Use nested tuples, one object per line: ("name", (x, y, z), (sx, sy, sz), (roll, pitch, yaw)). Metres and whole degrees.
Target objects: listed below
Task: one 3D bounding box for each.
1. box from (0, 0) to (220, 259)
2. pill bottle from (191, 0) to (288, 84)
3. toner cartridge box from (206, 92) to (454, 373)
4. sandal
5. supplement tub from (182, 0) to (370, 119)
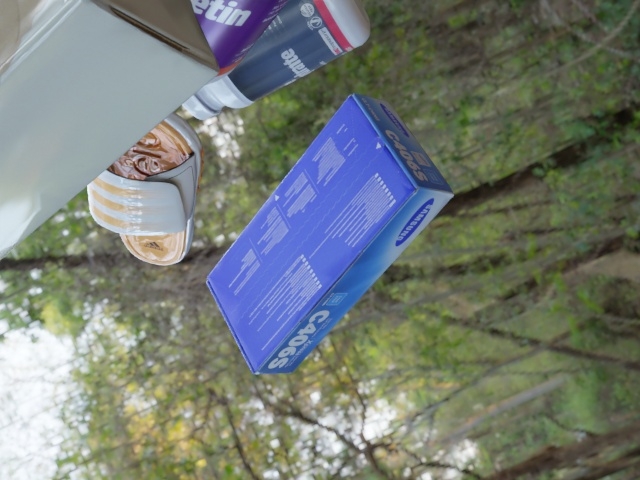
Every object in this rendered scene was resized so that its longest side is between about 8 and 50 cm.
("box", (-0.231, -0.087, 0.642), (0.121, 0.311, 0.148), (21, -143, -55))
("pill bottle", (-0.089, -0.303, 0.939), (0.182, 0.323, 0.181), (17, -126, -26))
("toner cartridge box", (0.000, 0.000, 1.230), (0.075, 0.348, 0.165), (5, -135, -47))
("sandal", (-0.162, -0.028, 0.905), (0.265, 0.102, 0.076), (94, -173, -57))
("supplement tub", (-0.086, -0.302, 1.350), (0.191, 0.272, 0.191), (58, -166, -23))
